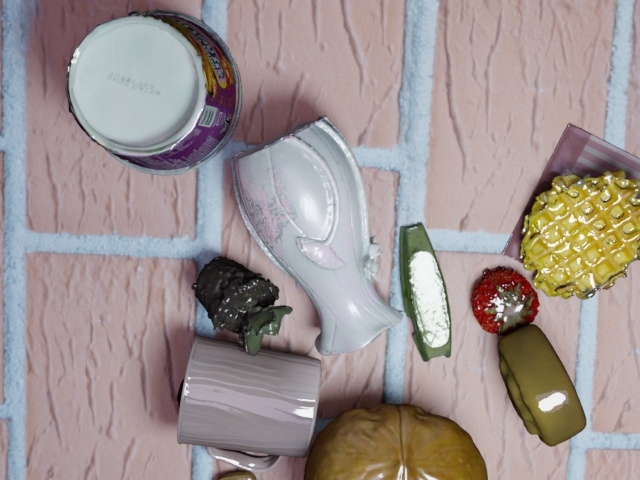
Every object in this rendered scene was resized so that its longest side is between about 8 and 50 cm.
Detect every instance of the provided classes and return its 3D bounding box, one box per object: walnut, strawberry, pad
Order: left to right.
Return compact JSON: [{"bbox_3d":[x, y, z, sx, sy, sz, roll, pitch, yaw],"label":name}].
[{"bbox_3d":[0.144,0.477,1.726,0.354,0.398,0.308,-7,63,2],"label":"walnut"},{"bbox_3d":[0.378,0.128,1.820,0.145,0.086,0.145,0,99,1],"label":"strawberry"},{"bbox_3d":[0.528,-0.063,1.835,0.202,0.005,0.300,26,96,-3],"label":"pad"}]

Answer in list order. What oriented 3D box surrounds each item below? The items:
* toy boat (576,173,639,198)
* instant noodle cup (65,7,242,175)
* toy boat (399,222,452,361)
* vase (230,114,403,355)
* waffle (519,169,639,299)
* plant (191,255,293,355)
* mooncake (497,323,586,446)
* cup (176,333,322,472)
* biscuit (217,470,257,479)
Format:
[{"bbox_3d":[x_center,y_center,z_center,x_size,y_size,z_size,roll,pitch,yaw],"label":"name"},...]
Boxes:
[{"bbox_3d":[0.574,-0.094,1.810,0.149,0.034,0.105,-29,101,5],"label":"toy boat"},{"bbox_3d":[-0.328,-0.284,1.687,0.340,0.266,0.340,0,97,2],"label":"instant noodle cup"},{"bbox_3d":[0.215,0.111,1.834,0.093,0.055,0.293,-12,97,-1],"label":"toy boat"},{"bbox_3d":[0.000,0.000,1.742,0.250,0.250,0.445,-23,101,3],"label":"vase"},{"bbox_3d":[0.537,-0.007,1.785,0.262,0.060,0.280,6,108,5],"label":"waffle"},{"bbox_3d":[-0.154,0.126,1.763,0.203,0.131,0.142,32,90,30],"label":"plant"},{"bbox_3d":[0.424,0.282,1.761,0.117,0.235,0.235,-27,96,5],"label":"mooncake"},{"bbox_3d":[-0.149,0.346,1.789,0.273,0.208,0.288,9,96,-2],"label":"cup"},{"bbox_3d":[-0.166,0.644,1.894,0.183,0.047,0.320,16,103,5],"label":"biscuit"}]
